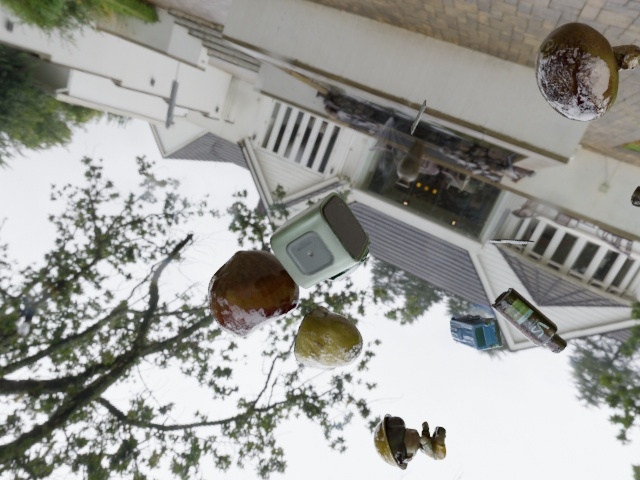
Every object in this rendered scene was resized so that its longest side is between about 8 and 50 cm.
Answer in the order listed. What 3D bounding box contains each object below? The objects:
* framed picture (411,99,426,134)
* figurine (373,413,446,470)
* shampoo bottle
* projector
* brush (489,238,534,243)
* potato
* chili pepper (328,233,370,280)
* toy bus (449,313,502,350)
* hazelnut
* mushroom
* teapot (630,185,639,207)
[{"bbox_3d":[0.480,-0.603,2.038,0.011,0.149,0.109,21,-144,-1],"label":"framed picture"},{"bbox_3d":[0.318,0.726,1.492,0.257,0.167,0.192,5,179,14],"label":"figurine"},{"bbox_3d":[0.900,0.351,1.785,0.323,0.129,0.084,43,-169,4],"label":"shampoo bottle"},{"bbox_3d":[0.000,0.000,1.550,0.248,0.249,0.248,54,-152,-10],"label":"projector"},{"bbox_3d":[0.632,0.002,1.404,0.063,0.016,0.193,7,-179,-11],"label":"brush"},{"bbox_3d":[0.068,0.513,1.947,0.290,0.396,0.296,-30,-144,-34],"label":"potato"},{"bbox_3d":[0.073,0.039,1.844,0.248,0.256,0.233,47,-148,5],"label":"chili pepper"},{"bbox_3d":[0.636,0.379,1.736,0.134,0.115,0.234,-11,177,-8],"label":"toy bus"},{"bbox_3d":[-0.296,0.225,1.813,0.359,0.358,0.410,33,-150,34],"label":"hazelnut"},{"bbox_3d":[0.896,-0.589,1.470,0.239,0.344,0.345,-12,-154,-14],"label":"mushroom"},{"bbox_3d":[1.170,-0.151,1.502,0.121,0.076,0.068,-31,-144,-21],"label":"teapot"}]
